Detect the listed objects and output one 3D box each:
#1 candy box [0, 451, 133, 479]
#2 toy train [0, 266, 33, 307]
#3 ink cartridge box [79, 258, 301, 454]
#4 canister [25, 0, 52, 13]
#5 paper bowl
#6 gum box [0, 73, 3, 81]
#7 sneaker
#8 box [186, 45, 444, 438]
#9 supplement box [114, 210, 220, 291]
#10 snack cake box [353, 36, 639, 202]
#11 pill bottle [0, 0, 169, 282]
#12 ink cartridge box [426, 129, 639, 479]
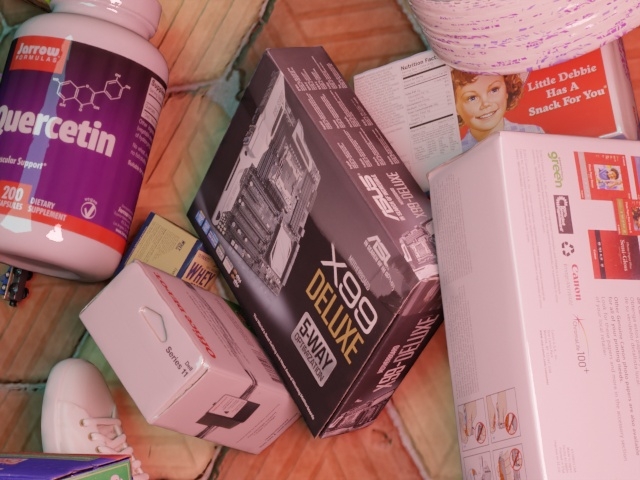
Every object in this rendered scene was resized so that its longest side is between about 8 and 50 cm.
[{"bbox_3d":[-0.308,0.372,1.466,0.268,0.122,0.317,-3,95,33],"label":"candy box"},{"bbox_3d":[-0.348,0.001,1.743,0.036,0.027,0.158,3,75,32],"label":"toy train"},{"bbox_3d":[-0.123,0.119,1.477,0.087,0.208,0.153,-44,59,9],"label":"ink cartridge box"},{"bbox_3d":[-0.342,-0.320,1.786,0.170,0.126,0.073,27,88,30],"label":"canister"},{"bbox_3d":[0.206,-0.296,1.402,0.284,0.148,0.284,-23,31,14],"label":"paper bowl"},{"bbox_3d":[-0.451,-0.160,1.828,0.188,0.062,0.107,16,82,31],"label":"gum box"},{"bbox_3d":[-0.204,0.254,1.539,0.123,0.106,0.290,-19,77,29],"label":"sneaker"},{"bbox_3d":[0.000,0.000,1.460,0.307,0.076,0.242,58,138,29],"label":"box"},{"bbox_3d":[-0.162,0.028,1.617,0.083,0.056,0.083,29,89,32],"label":"supplement box"},{"bbox_3d":[0.173,-0.121,1.468,0.264,0.089,0.152,-16,65,23],"label":"snack cake box"},{"bbox_3d":[-0.276,-0.126,1.654,0.181,0.181,0.323,7,78,30],"label":"pill bottle"},{"bbox_3d":[0.254,0.075,1.291,0.130,0.272,0.309,-31,60,60],"label":"ink cartridge box"}]
